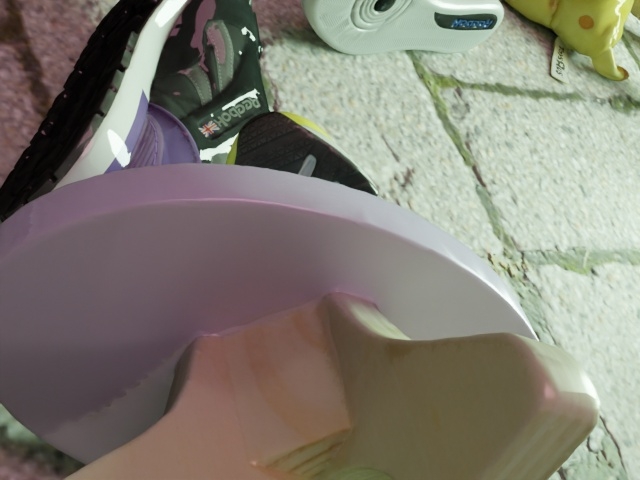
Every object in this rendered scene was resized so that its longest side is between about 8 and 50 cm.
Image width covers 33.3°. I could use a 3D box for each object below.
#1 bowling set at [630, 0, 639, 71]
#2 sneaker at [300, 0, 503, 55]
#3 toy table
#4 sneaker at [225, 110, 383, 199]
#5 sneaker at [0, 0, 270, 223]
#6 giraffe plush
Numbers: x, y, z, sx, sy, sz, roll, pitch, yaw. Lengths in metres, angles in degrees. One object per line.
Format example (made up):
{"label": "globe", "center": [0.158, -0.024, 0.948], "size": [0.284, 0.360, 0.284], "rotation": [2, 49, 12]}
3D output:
{"label": "bowling set", "center": [0.375, -0.156, 0.962], "size": [0.154, 0.287, 0.200], "rotation": [40, 69, -16]}
{"label": "sneaker", "center": [0.041, -0.209, 0.828], "size": [0.217, 0.079, 0.121], "rotation": [-2, 55, -49]}
{"label": "toy table", "center": [-0.005, 0.094, 0.432], "size": [0.274, 0.252, 0.161], "rotation": [8, 34, -21]}
{"label": "sneaker", "center": [0.000, 0.000, 0.574], "size": [0.208, 0.081, 0.094], "rotation": [62, 7, -47]}
{"label": "sneaker", "center": [-0.076, -0.073, 0.618], "size": [0.124, 0.107, 0.283], "rotation": [42, 43, -24]}
{"label": "giraffe plush", "center": [0.263, -0.266, 0.970], "size": [0.181, 0.170, 0.210], "rotation": [17, 48, -27]}
